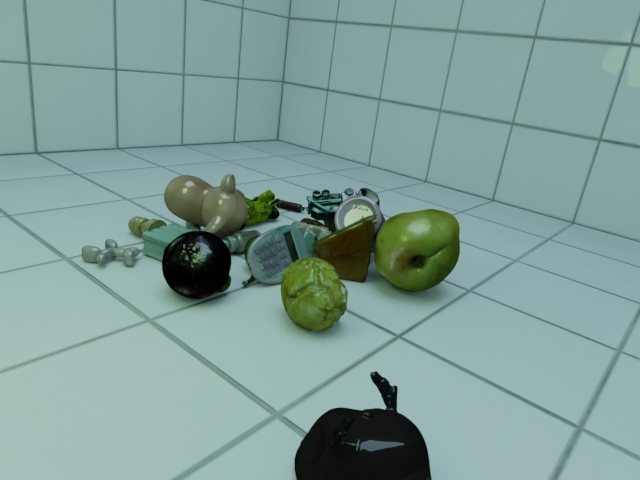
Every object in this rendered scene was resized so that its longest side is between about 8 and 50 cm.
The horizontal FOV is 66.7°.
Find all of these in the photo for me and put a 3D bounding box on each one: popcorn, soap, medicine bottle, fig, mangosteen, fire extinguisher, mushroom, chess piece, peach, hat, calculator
[{"bbox_3d":[-0.023,0.152,1.407,0.183,0.204,0.221,-6,39,-33],"label":"popcorn"},{"bbox_3d":[-0.478,0.026,1.721,0.265,0.088,0.160,17,22,22],"label":"soap"},{"bbox_3d":[0.167,-0.055,1.897,0.178,0.178,0.290,14,-6,15],"label":"medicine bottle"},{"bbox_3d":[-0.217,0.081,1.674,0.124,0.124,0.236,9,43,4],"label":"fig"},{"bbox_3d":[-0.374,0.076,1.493,0.216,0.216,0.216,7,20,-3],"label":"mangosteen"},{"bbox_3d":[-0.145,-0.170,2.433,0.158,0.043,0.064,15,-21,17],"label":"fire extinguisher"},{"bbox_3d":[0.148,-0.109,2.176,0.189,0.164,0.267,25,46,26],"label":"mushroom"},{"bbox_3d":[-0.667,-0.050,1.861,0.170,0.094,0.094,18,22,37],"label":"chess piece"},{"bbox_3d":[0.341,0.033,1.715,0.314,0.281,0.315,-14,8,2],"label":"peach"},{"bbox_3d":[0.116,0.375,0.837,0.238,0.209,0.336,-9,27,-44],"label":"hat"},{"bbox_3d":[-0.129,0.045,1.677,0.041,0.185,0.299,-12,9,47],"label":"calculator"},{"bbox_3d":[-0.296,0.006,1.854,0.140,0.079,0.079,-11,28,-42],"label":"medicine bottle"}]

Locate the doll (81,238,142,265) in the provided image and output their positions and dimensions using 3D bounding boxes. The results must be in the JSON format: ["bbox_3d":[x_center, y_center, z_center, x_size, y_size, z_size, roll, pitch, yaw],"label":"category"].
[{"bbox_3d":[-0.692,0.044,1.638,0.160,0.059,0.161,18,22,25],"label":"doll"}]

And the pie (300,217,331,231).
[{"bbox_3d":[-0.019,-0.050,2.068,0.154,0.036,0.154,22,-17,7],"label":"pie"}]

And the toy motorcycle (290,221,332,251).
[{"bbox_3d":[0.000,0.000,1.885,0.223,0.108,0.340,21,4,-39],"label":"toy motorcycle"}]

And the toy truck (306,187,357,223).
[{"bbox_3d":[0.052,-0.137,2.019,0.216,0.110,0.116,-5,53,-9],"label":"toy truck"}]

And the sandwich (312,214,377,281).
[{"bbox_3d":[0.078,0.018,1.719,0.212,0.245,0.063,8,16,1],"label":"sandwich"}]

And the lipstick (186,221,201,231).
[{"bbox_3d":[-0.523,-0.069,2.002,0.059,0.059,0.264,1,22,-17],"label":"lipstick"}]

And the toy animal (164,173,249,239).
[{"bbox_3d":[-0.429,-0.138,1.862,0.326,0.237,0.269,23,-10,-22],"label":"toy animal"}]

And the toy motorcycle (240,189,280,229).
[{"bbox_3d":[-0.332,-0.145,2.165,0.206,0.142,0.342,55,35,10],"label":"toy motorcycle"}]
